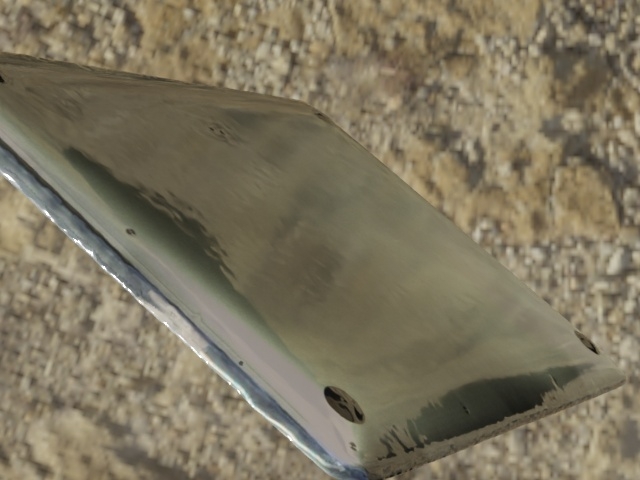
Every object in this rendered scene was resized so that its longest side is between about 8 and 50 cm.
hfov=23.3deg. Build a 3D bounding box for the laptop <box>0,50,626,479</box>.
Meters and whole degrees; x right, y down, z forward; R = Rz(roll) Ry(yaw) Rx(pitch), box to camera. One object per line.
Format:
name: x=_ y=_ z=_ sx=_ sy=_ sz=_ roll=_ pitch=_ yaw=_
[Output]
laptop: x=0.000 y=0.000 z=0.524 sx=0.187 sy=0.269 sz=0.015 roll=41 pitch=107 yaw=19
